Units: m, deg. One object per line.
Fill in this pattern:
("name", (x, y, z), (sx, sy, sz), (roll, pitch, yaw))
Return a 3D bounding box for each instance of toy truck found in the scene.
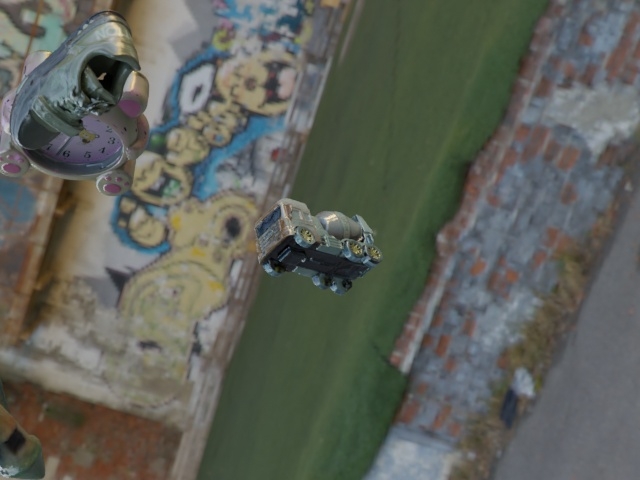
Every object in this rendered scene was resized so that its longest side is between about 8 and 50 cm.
("toy truck", (0.000, 0.000, 1.934), (0.108, 0.256, 0.140), (-43, 48, 33))

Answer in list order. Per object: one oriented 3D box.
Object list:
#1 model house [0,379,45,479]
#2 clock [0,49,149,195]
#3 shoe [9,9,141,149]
("model house", (-0.558, 0.303, 1.473), (0.245, 0.312, 0.280), (-91, -21, -52))
("clock", (-0.473, -0.224, 2.099), (0.309, 0.284, 0.114), (124, 153, -51))
("shoe", (-0.411, -0.241, 1.814), (0.293, 0.109, 0.149), (-47, 44, 15))
